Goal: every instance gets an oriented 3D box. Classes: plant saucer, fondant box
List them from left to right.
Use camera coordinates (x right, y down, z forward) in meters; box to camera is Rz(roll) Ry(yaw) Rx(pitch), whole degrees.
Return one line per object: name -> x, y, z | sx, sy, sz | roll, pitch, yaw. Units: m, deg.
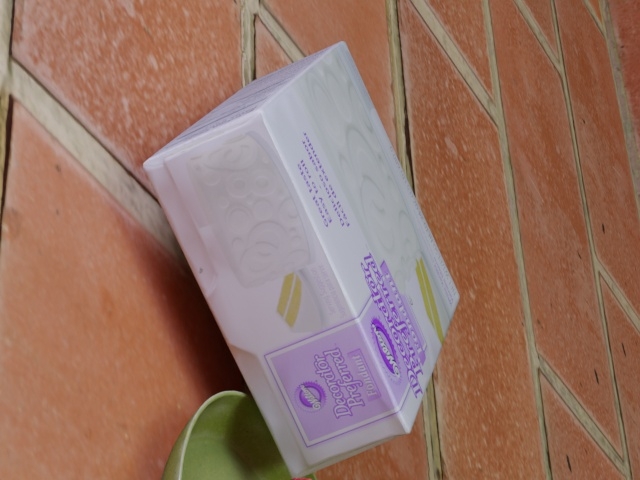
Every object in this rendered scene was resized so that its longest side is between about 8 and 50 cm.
plant saucer -> -0.045, 0.217, 1.159 | 0.241, 0.037, 0.241 | 53, 27, -43
fondant box -> 0.000, 0.000, 1.322 | 0.238, 0.096, 0.330 | 65, 16, -9

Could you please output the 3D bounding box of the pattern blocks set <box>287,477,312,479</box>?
pattern blocks set -> -0.036, 0.311, 1.029 | 0.285, 0.026, 0.325 | -4, 84, -61
